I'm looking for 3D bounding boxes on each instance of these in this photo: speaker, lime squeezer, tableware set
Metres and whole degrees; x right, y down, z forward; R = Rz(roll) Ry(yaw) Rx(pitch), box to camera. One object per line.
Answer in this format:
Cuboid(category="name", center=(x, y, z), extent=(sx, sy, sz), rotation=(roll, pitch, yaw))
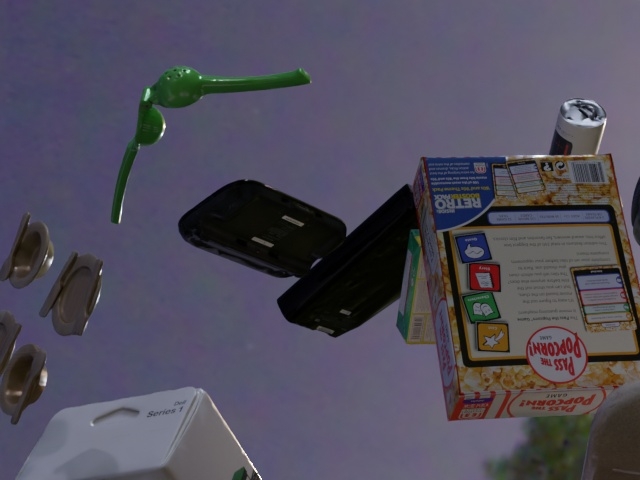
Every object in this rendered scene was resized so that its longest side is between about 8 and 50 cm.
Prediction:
Cuboid(category="speaker", center=(0.288, -0.096, 1.813), extent=(0.055, 0.055, 0.136), rotation=(-44, -27, -39))
Cuboid(category="lime squeezer", center=(-0.163, -0.134, 1.774), extent=(0.110, 0.310, 0.059), rotation=(31, -145, -40))
Cuboid(category="tableware set", center=(-0.221, 0.060, 1.195), extent=(0.020, 0.168, 0.141), rotation=(24, -89, -34))

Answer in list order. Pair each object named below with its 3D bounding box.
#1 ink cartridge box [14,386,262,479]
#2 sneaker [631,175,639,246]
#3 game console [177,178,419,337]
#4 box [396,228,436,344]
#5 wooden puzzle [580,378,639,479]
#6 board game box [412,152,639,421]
Cuboid(category="ink cartridge box", center=(-0.120, 0.235, 1.268), extent=(0.219, 0.160, 0.092), rotation=(60, -146, -26))
Cuboid(category="sneaker", center=(0.425, 0.006, 1.471), extent=(0.129, 0.297, 0.111), rotation=(-6, -57, -31))
Cuboid(category="game console", center=(0.000, 0.000, 1.740), extent=(0.213, 0.044, 0.361), rotation=(-42, -35, 20))
Cuboid(category="box", center=(0.166, 0.042, 1.474), extent=(0.179, 0.043, 0.105), rotation=(2, -65, -14))
Cuboid(category="wooden puzzle", center=(0.319, 0.188, 0.986), extent=(0.348, 0.322, 0.080), rotation=(85, -167, -54))
Cuboid(category="board game box", center=(0.151, 0.030, 1.131), extent=(0.045, 0.146, 0.193), rotation=(103, 164, -59))
